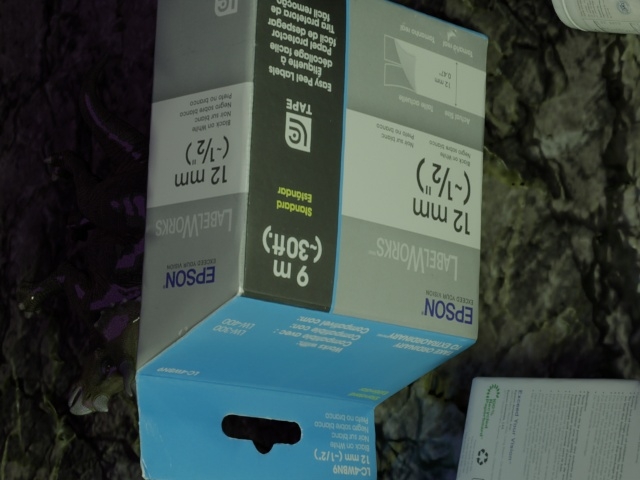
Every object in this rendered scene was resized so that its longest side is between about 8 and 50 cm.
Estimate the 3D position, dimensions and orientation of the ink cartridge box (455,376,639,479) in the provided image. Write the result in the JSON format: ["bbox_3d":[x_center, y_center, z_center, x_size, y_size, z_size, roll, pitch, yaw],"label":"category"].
[{"bbox_3d":[0.165,0.200,1.206,0.224,0.045,0.223,-5,72,57],"label":"ink cartridge box"}]

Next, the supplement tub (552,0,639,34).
[{"bbox_3d":[0.219,-0.175,1.261,0.107,0.071,0.071,12,89,44],"label":"supplement tub"}]

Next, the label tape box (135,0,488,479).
[{"bbox_3d":[0.000,0.000,1.305,0.115,0.249,0.348,-9,75,42],"label":"label tape box"}]

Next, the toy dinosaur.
[{"bbox_3d":[-0.164,0.001,1.579,0.160,0.121,0.313,4,79,32],"label":"toy dinosaur"}]
